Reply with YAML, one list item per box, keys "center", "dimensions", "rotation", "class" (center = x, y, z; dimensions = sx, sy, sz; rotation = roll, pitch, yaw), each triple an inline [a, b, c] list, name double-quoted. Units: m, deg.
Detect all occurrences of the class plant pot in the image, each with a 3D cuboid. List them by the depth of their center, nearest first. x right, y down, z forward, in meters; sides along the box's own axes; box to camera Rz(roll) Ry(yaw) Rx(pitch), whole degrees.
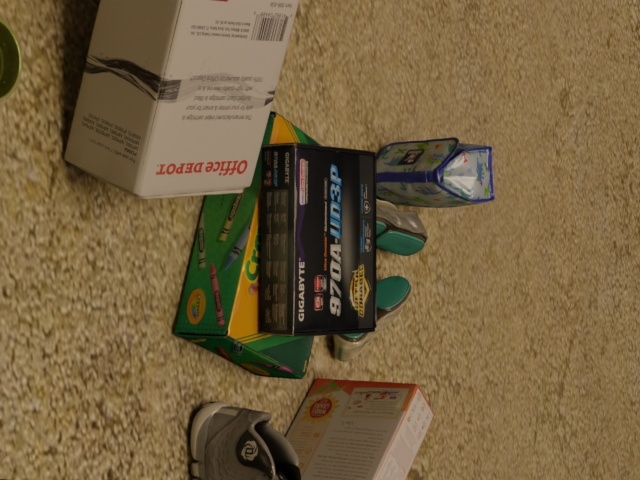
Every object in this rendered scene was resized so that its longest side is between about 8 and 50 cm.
- center: [-0.336, -0.168, 1.429]
  dimensions: [0.083, 0.079, 0.083]
  rotation: [0, 91, -56]
  class: "plant pot"

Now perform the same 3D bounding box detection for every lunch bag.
- center: [0.145, -0.089, 2.078]
  dimensions: [0.151, 0.129, 0.096]
  rotation: [-11, 97, -53]
  class: "lunch bag"

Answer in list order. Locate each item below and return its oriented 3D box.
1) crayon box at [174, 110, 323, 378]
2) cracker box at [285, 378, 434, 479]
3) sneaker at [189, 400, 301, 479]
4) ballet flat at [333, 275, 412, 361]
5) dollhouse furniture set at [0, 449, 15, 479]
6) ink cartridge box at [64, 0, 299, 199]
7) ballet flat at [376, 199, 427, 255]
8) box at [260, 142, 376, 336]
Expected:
- center: [-0.066, 0.007, 1.813]
  dimensions: [0.165, 0.081, 0.278]
  rotation: [33, 63, -50]
  class: "crayon box"
- center: [0.024, 0.279, 1.873]
  dimensions: [0.232, 0.156, 0.067]
  rotation: [-60, 136, -36]
  class: "cracker box"
- center: [-0.082, 0.300, 1.740]
  dimensions: [0.086, 0.132, 0.228]
  rotation: [-7, 95, -55]
  class: "sneaker"
- center: [0.064, 0.104, 2.039]
  dimensions: [0.168, 0.057, 0.052]
  rotation: [-38, 148, -45]
  class: "ballet flat"
- center: [-0.331, 0.174, 1.358]
  dimensions: [0.182, 0.161, 0.101]
  rotation: [57, 46, -39]
  class: "dollhouse furniture set"
- center: [-0.139, -0.192, 1.611]
  dimensions: [0.197, 0.114, 0.273]
  rotation: [-7, 116, -55]
  class: "ink cartridge box"
- center: [0.068, -0.026, 2.036]
  dimensions: [0.213, 0.072, 0.068]
  rotation: [16, 49, -55]
  class: "ballet flat"
- center: [0.000, 0.000, 1.790]
  dimensions: [0.175, 0.051, 0.220]
  rotation: [3, 88, -55]
  class: "box"
